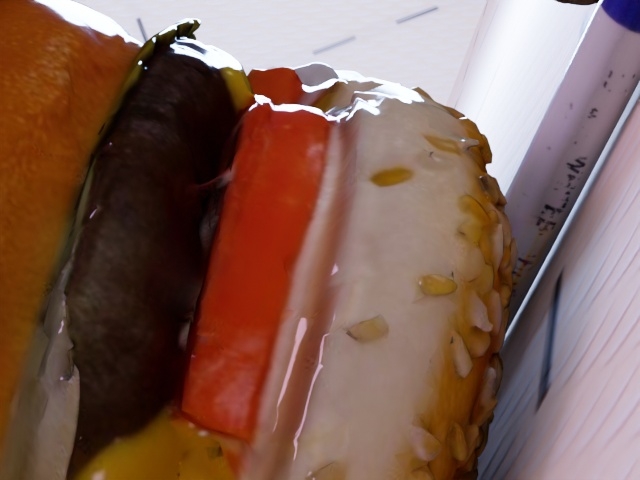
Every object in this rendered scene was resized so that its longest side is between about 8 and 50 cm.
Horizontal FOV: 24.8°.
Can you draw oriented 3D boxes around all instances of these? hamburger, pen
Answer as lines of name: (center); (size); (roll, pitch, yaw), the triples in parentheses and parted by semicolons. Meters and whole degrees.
hamburger: (-0.064, 0.066, 0.611); (0.330, 0.250, 0.330); (14, -90, -90)
pen: (0.101, -0.038, 0.610); (0.033, 0.033, 0.269); (-67, -1, -47)

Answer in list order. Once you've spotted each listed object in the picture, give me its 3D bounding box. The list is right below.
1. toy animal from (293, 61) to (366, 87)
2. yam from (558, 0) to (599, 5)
toy animal: (0.000, 0.000, 1.044); (0.303, 0.194, 0.344); (-43, -29, -30)
yam: (0.134, -0.145, 0.694); (0.241, 0.057, 0.057); (-44, -24, -85)
